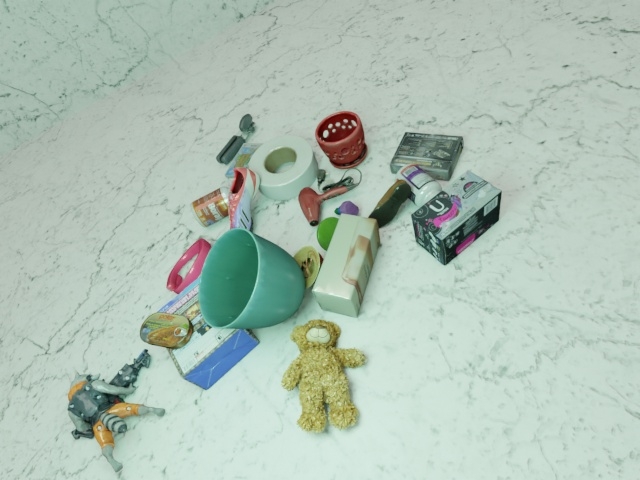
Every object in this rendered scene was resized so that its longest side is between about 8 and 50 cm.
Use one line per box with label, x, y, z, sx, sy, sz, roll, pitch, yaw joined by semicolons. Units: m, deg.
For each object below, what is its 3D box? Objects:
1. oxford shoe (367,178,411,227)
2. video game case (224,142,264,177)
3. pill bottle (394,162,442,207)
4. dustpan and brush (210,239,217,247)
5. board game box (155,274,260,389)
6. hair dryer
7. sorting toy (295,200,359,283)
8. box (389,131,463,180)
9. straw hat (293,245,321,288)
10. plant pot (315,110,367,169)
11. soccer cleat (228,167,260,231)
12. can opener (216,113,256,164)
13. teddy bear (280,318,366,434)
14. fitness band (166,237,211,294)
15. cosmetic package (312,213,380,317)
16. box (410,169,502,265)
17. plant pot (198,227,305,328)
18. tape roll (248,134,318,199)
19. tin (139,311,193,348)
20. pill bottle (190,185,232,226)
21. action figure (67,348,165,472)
oxford shoe;0.237;-0.126;1.440;0.212;0.076;0.076;-49;23;21
video game case;-0.324;-0.374;1.903;0.193;0.023;0.212;8;60;27
pill bottle;0.357;-0.179;1.432;0.108;0.108;0.193;-33;51;-3
dustpan and brush;-0.426;0.099;1.589;0.147;0.060;0.211;4;51;39
board game box;-0.388;0.299;1.364;0.232;0.141;0.291;-40;51;-9
hair dryer;0.013;-0.180;1.571;0.224;0.080;0.293;7;60;41
sorting toy;0.000;0.000;1.473;0.126;0.127;0.365;-4;45;56
box;0.404;-0.325;1.552;0.231;0.056;0.183;13;62;29
straw hat;-0.031;0.091;1.311;0.144;0.061;0.144;-13;71;42
plant pot;0.091;-0.398;1.655;0.191;0.174;0.191;-10;53;14
soccer cleat;-0.325;-0.131;1.605;0.109;0.116;0.318;10;87;33
can opener;-0.417;-0.501;1.986;0.076;0.095;0.283;17;63;32
teddy bear;0.004;0.376;1.172;0.245;0.113;0.338;-1;56;19
fitness band;-0.494;0.095;1.544;0.209;0.054;0.291;-48;23;0
cosmetic package;0.092;0.079;1.319;0.129;0.153;0.296;11;62;20
box;0.428;-0.074;1.291;0.247;0.163;0.142;-39;52;-8
plant pot;-0.188;0.132;1.237;0.293;0.235;0.293;-18;63;40
tape roll;-0.157;-0.311;1.726;0.286;0.100;0.286;-8;58;13
tin;-0.490;0.287;1.299;0.190;0.040;0.106;3;62;24
pill bottle;-0.426;-0.154;1.721;0.216;0.121;0.121;-27;50;2
action figure;-0.669;0.507;1.311;0.330;0.178;0.341;21;68;22
